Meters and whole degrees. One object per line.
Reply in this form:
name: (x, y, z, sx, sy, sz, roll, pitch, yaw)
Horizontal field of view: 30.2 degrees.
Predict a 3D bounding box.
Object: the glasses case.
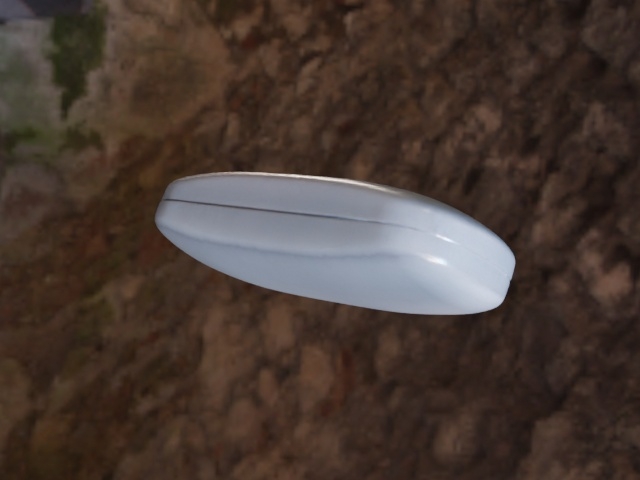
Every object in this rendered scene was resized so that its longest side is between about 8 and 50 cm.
glasses case: (0.000, 0.000, 0.494, 0.178, 0.067, 0.045, 7, -106, 46)
